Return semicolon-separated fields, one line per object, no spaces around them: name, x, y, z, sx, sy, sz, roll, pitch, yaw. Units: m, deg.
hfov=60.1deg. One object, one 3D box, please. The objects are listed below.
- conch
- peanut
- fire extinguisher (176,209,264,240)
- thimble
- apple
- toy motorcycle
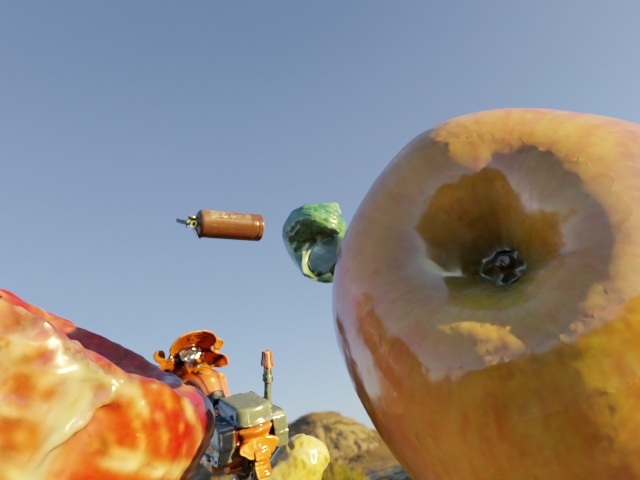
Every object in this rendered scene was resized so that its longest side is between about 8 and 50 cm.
conch;0.001;-0.003;1.330;0.196;0.202;0.134;13;-3;16
peanut;-0.112;0.551;1.221;0.306;0.147;0.147;-28;-22;-11
fire extinguisher;-0.327;-0.050;1.811;0.269;0.104;0.105;3;-31;-28
thimble;-0.278;0.158;0.443;0.351;0.230;0.350;23;-15;7
apple;0.198;0.069;0.508;0.392;0.391;0.347;-30;-33;24
toy motorcycle;-0.178;0.270;0.924;0.148;0.221;0.326;-6;7;-37
